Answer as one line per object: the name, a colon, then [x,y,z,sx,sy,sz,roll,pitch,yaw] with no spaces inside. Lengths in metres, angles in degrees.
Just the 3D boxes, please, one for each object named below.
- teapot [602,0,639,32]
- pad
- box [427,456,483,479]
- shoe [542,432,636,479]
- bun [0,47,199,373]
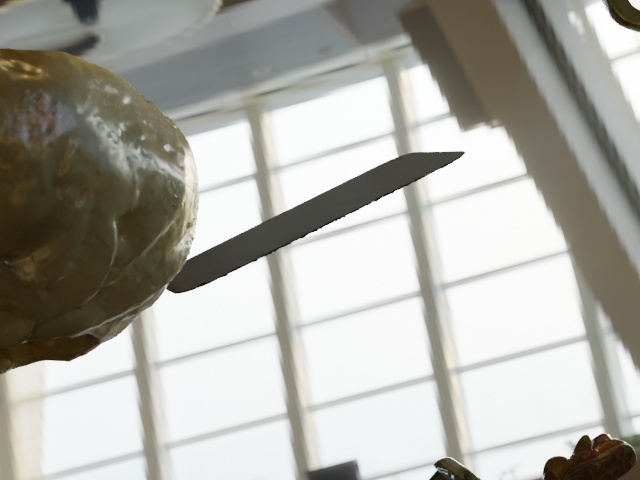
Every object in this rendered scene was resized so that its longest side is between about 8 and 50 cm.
teapot: [0.623,-0.419,2.286,0.322,0.239,0.239,15,0,-24]
pad: [0.000,-0.001,1.670,0.375,0.063,0.315,-27,9,-12]
box: [0.174,0.387,1.542,0.178,0.274,0.138,-44,7,-7]
shoe: [0.322,0.273,1.727,0.109,0.072,0.069,-42,19,0]
bun: [-0.289,-0.005,1.225,0.365,0.219,0.365,-4,-29,-2]
